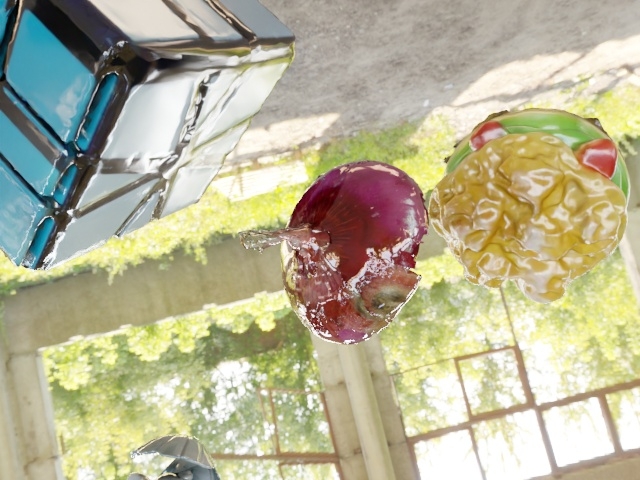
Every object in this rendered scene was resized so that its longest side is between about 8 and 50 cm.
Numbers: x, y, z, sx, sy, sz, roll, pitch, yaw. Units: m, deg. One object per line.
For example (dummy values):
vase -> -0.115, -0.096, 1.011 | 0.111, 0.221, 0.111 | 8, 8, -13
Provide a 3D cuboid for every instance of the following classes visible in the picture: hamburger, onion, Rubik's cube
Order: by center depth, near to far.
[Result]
onion -> 0.000, 0.000, 0.419 | 0.140, 0.150, 0.150 | 17, 158, -30
Rubik's cube -> -0.246, -0.183, 0.572 | 0.288, 0.283, 0.293 | -47, 177, 35
hamburger -> 0.238, -0.037, 0.631 | 0.237, 0.237, 0.149 | -18, -156, 37

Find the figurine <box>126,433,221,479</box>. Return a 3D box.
figurine -> -0.139, 0.223, 0.500 | 0.094, 0.082, 0.086 | -1, 161, 18
